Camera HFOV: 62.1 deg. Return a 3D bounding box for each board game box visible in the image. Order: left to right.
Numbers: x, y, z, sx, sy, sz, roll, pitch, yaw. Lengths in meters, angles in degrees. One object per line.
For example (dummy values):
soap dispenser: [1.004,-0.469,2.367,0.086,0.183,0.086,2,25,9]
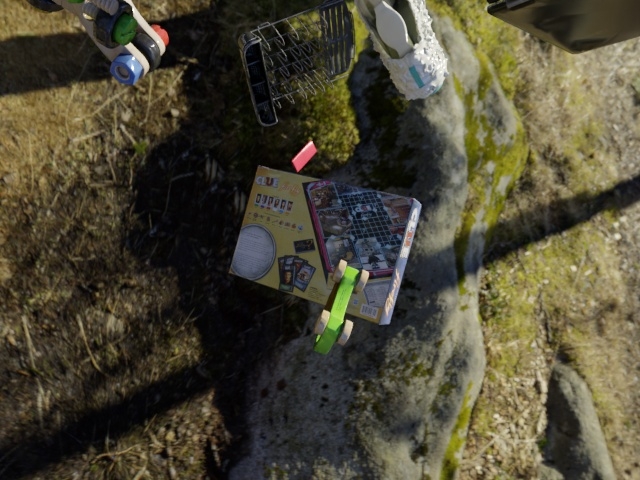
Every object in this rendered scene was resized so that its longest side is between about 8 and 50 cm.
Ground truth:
board game box: [0.000,0.000,0.730,0.243,0.042,0.165,16,90,28]

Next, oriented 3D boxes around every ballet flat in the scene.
ballet flat: [0.150,-0.468,1.099,0.146,0.147,0.409,-2,55,-22]

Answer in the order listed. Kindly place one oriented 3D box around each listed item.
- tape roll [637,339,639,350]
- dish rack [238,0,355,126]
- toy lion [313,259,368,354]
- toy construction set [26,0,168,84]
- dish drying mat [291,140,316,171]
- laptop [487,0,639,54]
tape roll: [0.362,0.079,0.386,0.219,0.219,0.072,-12,77,-25]
dish rack: [-0.038,-0.386,1.137,0.271,0.208,0.074,-25,56,-12]
toy lion: [0.013,0.074,0.546,0.034,0.096,0.100,23,51,-1]
toy construction set: [-0.284,-0.398,0.695,0.237,0.257,0.309,29,73,-6]
dish drying mat: [-0.038,-0.194,1.219,0.083,0.008,0.032,-52,132,-33]
laptop: [0.374,-0.408,0.570,0.407,0.381,0.237,-2,89,-43]
